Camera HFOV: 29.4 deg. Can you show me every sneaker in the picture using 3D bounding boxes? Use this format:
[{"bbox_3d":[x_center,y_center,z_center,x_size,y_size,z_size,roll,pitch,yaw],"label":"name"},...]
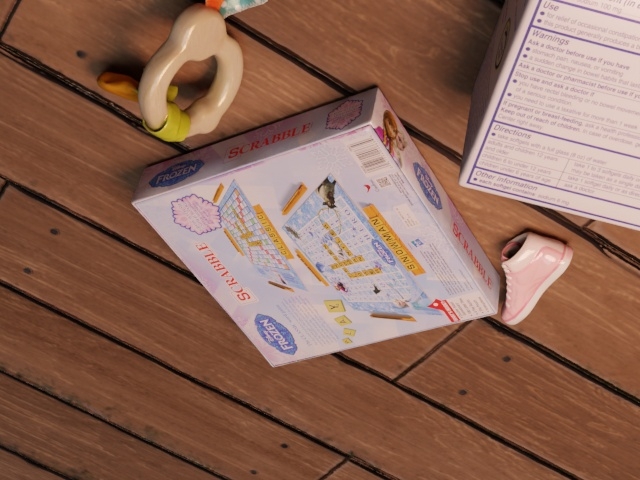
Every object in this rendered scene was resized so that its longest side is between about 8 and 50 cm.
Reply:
[{"bbox_3d":[0.230,0.040,1.422,0.070,0.051,0.134,25,132,-9],"label":"sneaker"}]

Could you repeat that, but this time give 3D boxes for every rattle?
[{"bbox_3d":[-0.145,-0.215,1.266,0.130,0.143,0.200,-4,127,-29],"label":"rattle"}]

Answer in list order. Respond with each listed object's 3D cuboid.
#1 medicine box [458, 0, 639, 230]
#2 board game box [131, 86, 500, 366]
[{"bbox_3d":[0.295,-0.162,1.126,0.263,0.149,0.289,15,136,-1],"label":"medicine box"},{"bbox_3d":[0.000,0.000,1.423,0.318,0.066,0.319,-16,130,27],"label":"board game box"}]
